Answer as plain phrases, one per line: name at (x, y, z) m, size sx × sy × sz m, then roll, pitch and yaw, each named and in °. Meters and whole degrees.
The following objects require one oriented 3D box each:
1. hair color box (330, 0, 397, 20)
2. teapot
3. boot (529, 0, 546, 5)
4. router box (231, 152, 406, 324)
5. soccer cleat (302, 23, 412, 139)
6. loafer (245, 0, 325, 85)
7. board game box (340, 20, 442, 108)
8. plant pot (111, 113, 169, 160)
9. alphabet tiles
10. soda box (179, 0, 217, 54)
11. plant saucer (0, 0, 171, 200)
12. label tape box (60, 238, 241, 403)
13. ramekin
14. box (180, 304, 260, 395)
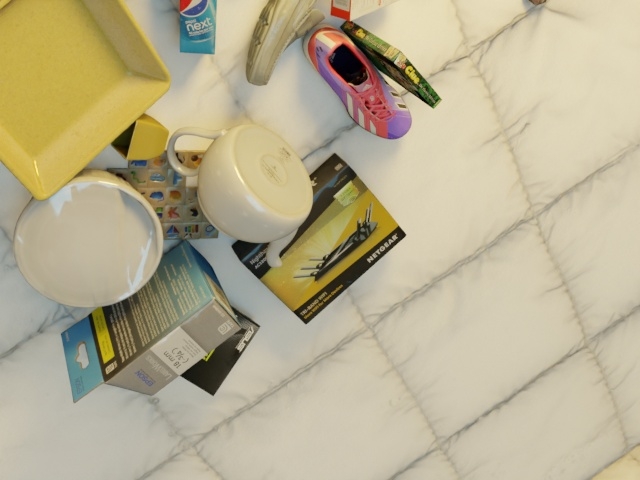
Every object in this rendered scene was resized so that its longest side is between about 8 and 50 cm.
hair color box at (0.090, -0.488, 1.629) m, size 0.167 × 0.053 × 0.093 m, roll -32°, pitch 138°, yaw -40°
teapot at (-0.156, -0.096, 1.688) m, size 0.187 × 0.256 × 0.253 m, roll -32°, pitch 154°, yaw 34°
boot at (0.496, -0.552, 1.826) m, size 0.106 × 0.037 × 0.114 m, roll 13°, pitch 107°, yaw -14°
router box at (0.000, 0.000, 1.875) m, size 0.309 × 0.081 × 0.243 m, roll -42°, pitch 123°, yaw 2°
soccer cleat at (0.089, -0.304, 1.734) m, size 0.108 × 0.116 × 0.318 m, roll -44°, pitch 123°, yaw 3°
loafer at (-0.045, -0.433, 1.616) m, size 0.112 × 0.112 × 0.319 m, roll 22°, pitch 105°, yaw -21°
board game box at (0.132, -0.344, 1.647) m, size 0.030 × 0.259 × 0.136 m, roll -47°, pitch 124°, yaw 7°
plant pot at (-0.339, -0.199, 1.634) m, size 0.083 × 0.081 × 0.081 m, roll 4°, pitch 114°, yaw -39°
alphabet tiles at (-0.315, -0.091, 1.740) m, size 0.237 × 0.009 × 0.198 m, roll -2°, pitch 116°, yaw -22°
soda box at (-0.218, -0.446, 1.533) m, size 0.067 × 0.071 × 0.210 m, roll 1°, pitch 125°, yaw -8°
plant saucer at (-0.458, -0.287, 1.448) m, size 0.333 × 0.081 × 0.332 m, roll -46°, pitch 142°, yaw -14°
label tape box at (-0.347, 0.182, 1.727) m, size 0.334 × 0.240 × 0.106 m, roll -37°, pitch 126°, yaw 1°
ramekin at (-0.446, -0.014, 1.646) m, size 0.273 × 0.127 × 0.272 m, roll -8°, pitch 117°, yaw -15°
box at (-0.253, 0.218, 1.875) m, size 0.184 × 0.045 × 0.190 m, roll 40°, pitch 79°, yaw -31°
